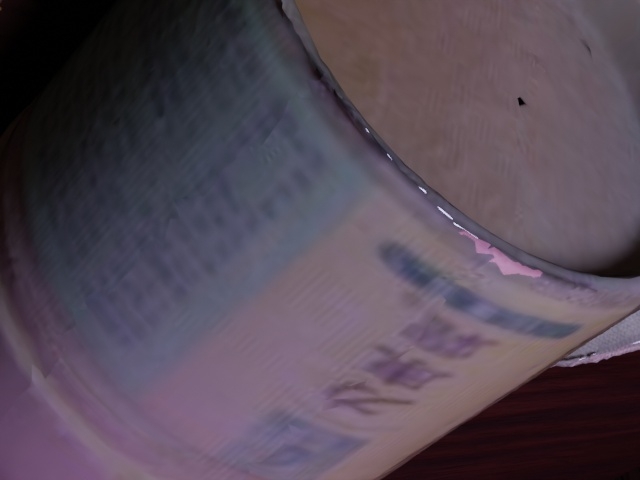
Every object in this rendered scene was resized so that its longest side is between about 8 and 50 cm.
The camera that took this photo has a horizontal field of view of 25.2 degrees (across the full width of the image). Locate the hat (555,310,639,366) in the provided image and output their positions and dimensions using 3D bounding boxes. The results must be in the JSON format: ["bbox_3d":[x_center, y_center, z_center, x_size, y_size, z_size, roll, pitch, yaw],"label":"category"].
[{"bbox_3d":[0.118,-0.019,0.777,0.164,0.226,0.219,10,154,-34],"label":"hat"}]

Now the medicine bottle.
[{"bbox_3d":[-0.047,0.018,0.658,0.236,0.235,0.406,-1,151,-43],"label":"medicine bottle"}]
